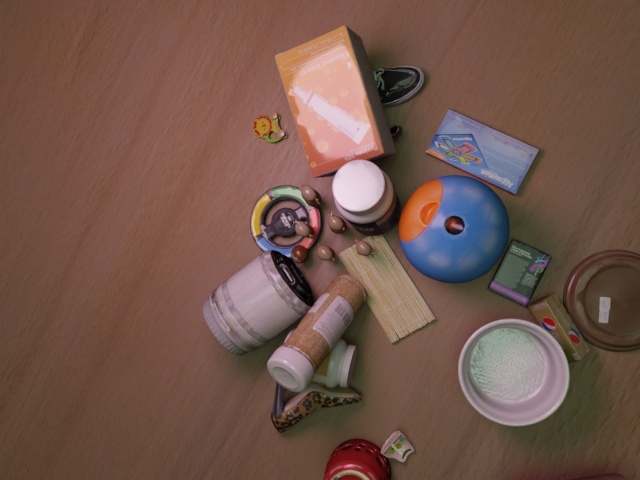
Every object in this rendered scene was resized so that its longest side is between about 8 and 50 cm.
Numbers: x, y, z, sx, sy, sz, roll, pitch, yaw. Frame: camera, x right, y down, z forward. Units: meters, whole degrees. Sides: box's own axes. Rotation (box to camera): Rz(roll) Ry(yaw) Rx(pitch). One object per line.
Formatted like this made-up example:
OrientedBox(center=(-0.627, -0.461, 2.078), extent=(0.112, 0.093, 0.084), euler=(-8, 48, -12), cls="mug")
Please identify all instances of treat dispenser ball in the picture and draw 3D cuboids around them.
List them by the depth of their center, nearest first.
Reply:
OrientedBox(center=(0.353, -0.030, 1.420), extent=(0.288, 0.288, 0.288), euler=(-1, 87, 12), cls="treat dispenser ball")

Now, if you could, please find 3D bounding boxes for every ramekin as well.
OrientedBox(center=(0.512, 0.346, 1.445), extent=(0.277, 0.135, 0.277), euler=(-1, 87, 12), cls="ramekin")

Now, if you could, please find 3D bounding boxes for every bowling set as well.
OrientedBox(center=(0.000, 0.000, 1.526), extent=(0.287, 0.154, 0.200), euler=(42, 92, 6), cls="bowling set")

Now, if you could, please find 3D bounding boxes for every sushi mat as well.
OrientedBox(center=(0.193, 0.138, 1.582), extent=(0.151, 0.019, 0.317), euler=(-33, 81, 8), cls="sushi mat")

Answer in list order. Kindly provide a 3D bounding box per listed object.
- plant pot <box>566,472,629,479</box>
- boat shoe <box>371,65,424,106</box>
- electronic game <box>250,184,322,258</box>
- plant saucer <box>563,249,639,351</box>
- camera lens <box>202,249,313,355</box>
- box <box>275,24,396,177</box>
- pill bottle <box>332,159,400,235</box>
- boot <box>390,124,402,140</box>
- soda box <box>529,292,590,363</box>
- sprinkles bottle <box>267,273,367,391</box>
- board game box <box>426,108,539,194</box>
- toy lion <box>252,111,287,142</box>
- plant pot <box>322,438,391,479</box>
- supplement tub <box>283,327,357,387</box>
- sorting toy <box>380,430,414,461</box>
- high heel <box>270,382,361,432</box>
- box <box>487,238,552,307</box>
OrientedBox(center=(0.673, 0.731, 1.332), extent=(0.280, 0.323, 0.323), euler=(-23, 83, -7), cls="plant pot")
OrientedBox(center=(0.153, -0.456, 1.574), extent=(0.306, 0.105, 0.113), euler=(-6, 86, 12), cls="boat shoe")
OrientedBox(center=(-0.107, -0.056, 1.640), extent=(0.229, 0.048, 0.230), euler=(-1, 87, 12), cls="electronic game")
OrientedBox(center=(0.807, 0.163, 1.441), extent=(0.277, 0.041, 0.278), euler=(0, 88, 12), cls="plant saucer")
OrientedBox(center=(-0.175, 0.177, 1.555), extent=(0.274, 0.219, 0.219), euler=(-36, 81, 8), cls="camera lens")
OrientedBox(center=(0.047, -0.370, 1.471), extent=(0.214, 0.168, 0.346), euler=(-17, 93, 21), cls="box")
OrientedBox(center=(0.127, -0.113, 1.464), extent=(0.161, 0.283, 0.161), euler=(-3, 79, 14), cls="pill bottle")
OrientedBox(center=(0.188, -0.297, 1.568), extent=(0.118, 0.087, 0.042), euler=(-38, 81, 8), cls="boot")
OrientedBox(center=(0.649, 0.239, 1.449), extent=(0.058, 0.061, 0.181), euler=(-38, 77, 53), cls="soda box")
OrientedBox(center=(0.000, 0.245, 1.461), extent=(0.121, 0.355, 0.121), euler=(22, 136, 22), cls="sprinkles bottle")
OrientedBox(center=(0.464, -0.256, 1.539), extent=(0.281, 0.027, 0.145), euler=(28, 92, 12), cls="board game box")
OrientedBox(center=(-0.163, -0.351, 1.677), extent=(0.096, 0.034, 0.100), euler=(-25, 83, 17), cls="toy lion")
OrientedBox(center=(0.100, 0.677, 1.500), extent=(0.191, 0.174, 0.191), euler=(-1, 85, 11), cls="plant pot")
OrientedBox(center=(-0.005, 0.344, 1.550), extent=(0.199, 0.144, 0.145), euler=(11, 90, 12), cls="supplement tub")
OrientedBox(center=(0.228, 0.600, 1.543), extent=(0.075, 0.045, 0.083), euler=(41, 95, 4), cls="sorting toy")
OrientedBox(center=(-0.016, 0.505, 1.592), extent=(0.261, 0.093, 0.186), euler=(8, 108, 3), cls="high heel")
OrientedBox(center=(0.560, 0.091, 1.501), extent=(0.116, 0.029, 0.162), euler=(27, 94, 11), cls="box")
